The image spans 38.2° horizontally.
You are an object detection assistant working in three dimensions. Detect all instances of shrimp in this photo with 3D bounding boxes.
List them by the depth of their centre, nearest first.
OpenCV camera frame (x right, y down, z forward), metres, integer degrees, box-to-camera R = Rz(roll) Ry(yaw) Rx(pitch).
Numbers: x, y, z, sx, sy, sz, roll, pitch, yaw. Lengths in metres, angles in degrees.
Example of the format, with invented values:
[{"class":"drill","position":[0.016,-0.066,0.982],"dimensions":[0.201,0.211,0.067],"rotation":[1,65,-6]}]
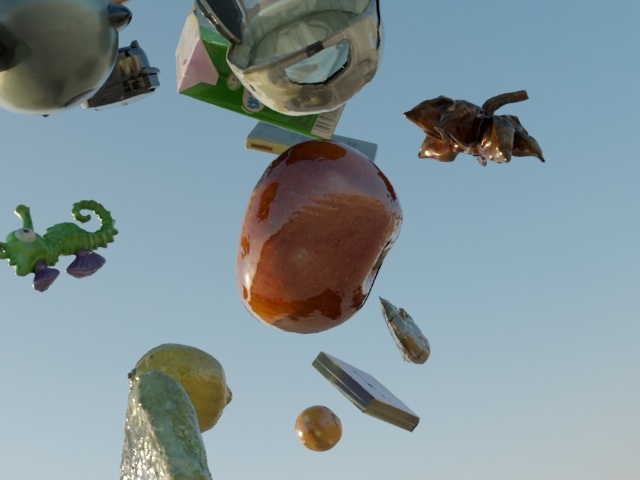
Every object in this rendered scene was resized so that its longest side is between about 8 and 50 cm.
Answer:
[{"class":"shrimp","position":[0.099,0.110,1.196],"dimensions":[0.041,0.099,0.180],"rotation":[-40,4,4]}]

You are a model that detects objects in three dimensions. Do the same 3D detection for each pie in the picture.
[{"class":"pie","position":[-0.197,0.319,1.140],"dimensions":[0.070,0.323,0.323],"rotation":[-4,-32,-24]}]

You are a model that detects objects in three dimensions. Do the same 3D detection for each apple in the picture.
[{"class":"apple","position":[0.000,0.000,1.113],"dimensions":[0.210,0.173,0.235],"rotation":[-43,-31,-67]}]

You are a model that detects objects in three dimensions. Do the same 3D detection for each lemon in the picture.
[{"class":"lemon","position":[-0.297,0.315,1.946],"dimensions":[0.231,0.192,0.192],"rotation":[16,-41,-19]}]

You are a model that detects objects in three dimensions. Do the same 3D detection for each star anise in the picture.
[{"class":"star anise","position":[0.220,-0.155,1.316],"dimensions":[0.196,0.111,0.212],"rotation":[-1,7,23]}]

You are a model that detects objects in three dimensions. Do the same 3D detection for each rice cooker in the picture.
[{"class":"rice cooker","position":[-0.378,-0.295,1.695],"dimensions":[0.165,0.106,0.112],"rotation":[-24,4,16]}]

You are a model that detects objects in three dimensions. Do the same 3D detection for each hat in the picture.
[{"class":"hat","position":[-0.033,-0.282,1.170],"dimensions":[0.232,0.275,0.161],"rotation":[-22,-23,-9]}]

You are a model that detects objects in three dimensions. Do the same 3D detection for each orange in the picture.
[{"class":"orange","position":[-0.003,0.314,1.549],"dimensions":[0.070,0.083,0.083],"rotation":[-53,-32,17]}]

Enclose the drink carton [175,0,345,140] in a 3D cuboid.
[{"class":"drink carton","position":[-0.086,-0.267,1.447],"dimensions":[0.271,0.161,0.108],"rotation":[16,-61,-21]}]

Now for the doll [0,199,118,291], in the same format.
[{"class":"doll","position":[-0.325,-0.002,1.149],"dimensions":[0.050,0.115,0.190],"rotation":[-37,-10,35]}]

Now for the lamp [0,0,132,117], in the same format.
[{"class":"lamp","position":[-0.339,-0.217,1.018],"dimensions":[0.244,0.198,0.198],"rotation":[-36,-11,-46]}]

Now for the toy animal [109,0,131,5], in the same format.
[{"class":"toy animal","position":[-0.372,-0.478,1.589],"dimensions":[0.250,0.166,0.154],"rotation":[-18,-63,6]}]

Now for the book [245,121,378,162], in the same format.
[{"class":"book","position":[-0.012,-0.173,1.691],"dimensions":[0.230,0.161,0.026],"rotation":[12,-70,3]}]

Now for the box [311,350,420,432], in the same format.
[{"class":"box","position":[0.054,0.175,1.059],"dimensions":[0.023,0.090,0.133],"rotation":[-54,-36,1]}]
